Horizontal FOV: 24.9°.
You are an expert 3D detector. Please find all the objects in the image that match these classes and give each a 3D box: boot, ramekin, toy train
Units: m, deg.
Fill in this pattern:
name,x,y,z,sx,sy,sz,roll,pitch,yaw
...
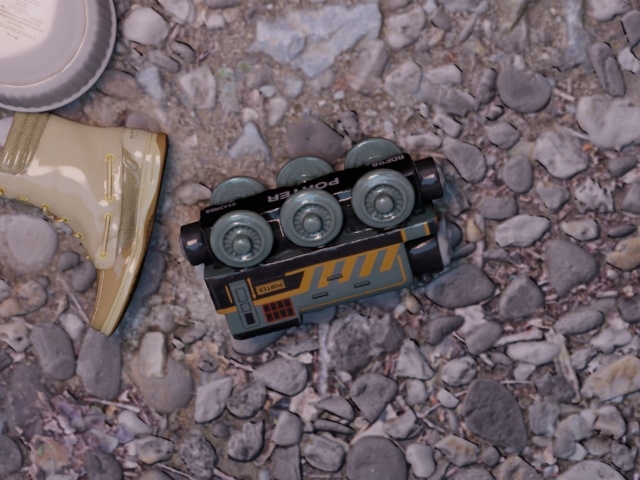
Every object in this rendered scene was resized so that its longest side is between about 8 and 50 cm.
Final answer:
name,x,y,z,sx,sy,sz,roll,pitch,yaw
boot,-0.309,-0.026,1.783,0.203,0.095,0.262,13,100,-6
ramekin,-0.345,-0.254,1.686,0.207,0.109,0.207,0,92,-2
toy train,0.000,0.000,1.784,0.334,0.142,0.190,-16,118,2
